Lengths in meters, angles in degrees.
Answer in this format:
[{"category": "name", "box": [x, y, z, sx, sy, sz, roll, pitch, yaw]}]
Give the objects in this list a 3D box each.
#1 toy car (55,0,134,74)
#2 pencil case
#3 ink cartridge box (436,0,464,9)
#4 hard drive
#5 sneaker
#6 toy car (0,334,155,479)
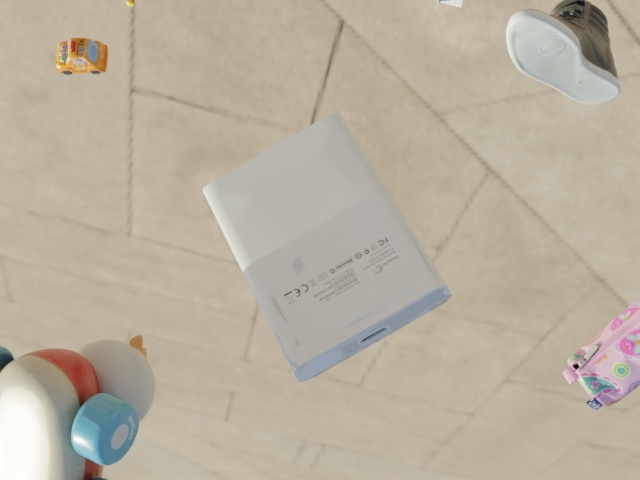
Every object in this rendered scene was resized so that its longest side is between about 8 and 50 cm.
[{"category": "toy car", "box": [-0.246, -0.235, 1.336, 0.060, 0.122, 0.040, 17, 165, 9]}, {"category": "pencil case", "box": [0.572, 0.176, 2.222, 0.124, 0.124, 0.284, 32, 114, -36]}, {"category": "ink cartridge box", "box": [0.154, -0.296, 1.387, 0.028, 0.083, 0.048, 15, 138, 8]}, {"category": "hard drive", "box": [0.000, 0.000, 1.507, 0.203, 0.307, 0.040, -29, 143, 1]}, {"category": "sneaker", "box": [0.375, -0.332, 1.970, 0.105, 0.146, 0.296, -22, 151, 34]}, {"category": "toy car", "box": [-0.268, 0.203, 1.444, 0.219, 0.210, 0.238, 18, -156, 26]}]
